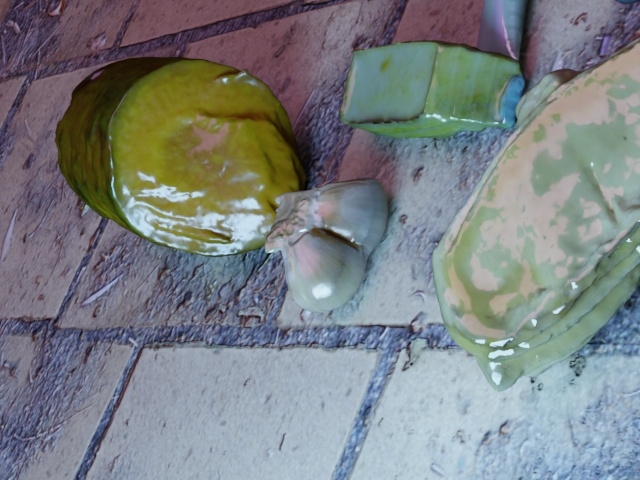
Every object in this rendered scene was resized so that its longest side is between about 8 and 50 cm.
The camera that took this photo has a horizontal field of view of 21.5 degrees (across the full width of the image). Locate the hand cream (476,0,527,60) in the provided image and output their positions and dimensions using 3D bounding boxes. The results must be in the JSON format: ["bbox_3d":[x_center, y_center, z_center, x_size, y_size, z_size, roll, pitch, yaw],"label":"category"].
[{"bbox_3d":[0.212,-0.271,1.933,0.078,0.050,0.205,-18,53,48],"label":"hand cream"}]

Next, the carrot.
[{"bbox_3d":[-0.185,-0.112,2.131,0.340,0.241,0.241,15,73,58],"label":"carrot"}]

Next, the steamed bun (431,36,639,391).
[{"bbox_3d":[0.267,-0.069,1.582,0.428,0.189,0.247,-50,61,10],"label":"steamed bun"}]

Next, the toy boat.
[{"bbox_3d":[0.111,-0.173,1.927,0.276,0.084,0.111,8,87,54],"label":"toy boat"}]

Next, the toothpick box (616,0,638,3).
[{"bbox_3d":[0.404,-0.327,1.562,0.316,0.229,0.229,-35,37,37],"label":"toothpick box"}]

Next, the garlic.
[{"bbox_3d":[0.012,0.004,1.907,0.124,0.099,0.174,-1,62,30],"label":"garlic"}]
